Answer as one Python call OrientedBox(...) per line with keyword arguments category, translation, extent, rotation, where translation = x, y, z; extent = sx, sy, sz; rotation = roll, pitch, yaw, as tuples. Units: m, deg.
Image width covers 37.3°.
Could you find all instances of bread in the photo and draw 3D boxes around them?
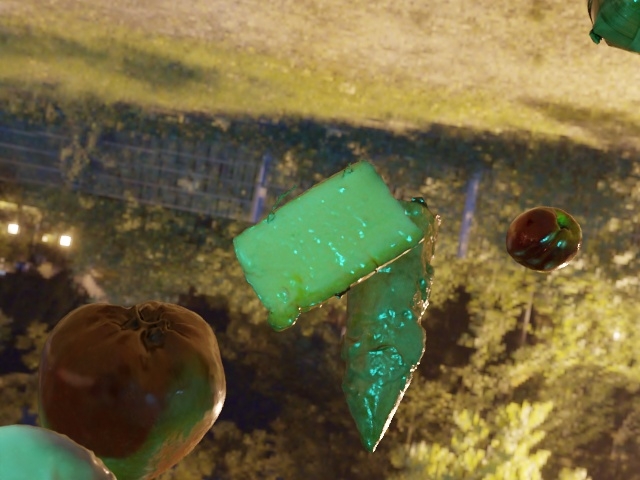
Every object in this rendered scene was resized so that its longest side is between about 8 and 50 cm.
OrientedBox(category="bread", translation=(0.000, 0.000, 0.662), extent=(0.080, 0.084, 0.109), rotation=(-34, 178, 41))

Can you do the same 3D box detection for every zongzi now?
OrientedBox(category="zongzi", translation=(0.340, -0.243, 0.944), extent=(0.178, 0.189, 0.081), rotation=(20, 136, -18))

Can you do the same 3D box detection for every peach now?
OrientedBox(category="peach", translation=(0.313, 0.001, 1.342), extent=(0.101, 0.100, 0.101), rotation=(10, 179, 0))

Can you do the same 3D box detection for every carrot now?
OrientedBox(category="carrot", translation=(0.065, 0.087, 0.988), extent=(0.102, 0.263, 0.102), rotation=(8, 163, 3))

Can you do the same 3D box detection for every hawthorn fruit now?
OrientedBox(category="hawthorn fruit", translation=(-0.210, 0.184, 1.033), extent=(0.199, 0.251, 0.199), rotation=(14, -152, -8))

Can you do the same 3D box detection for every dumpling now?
OrientedBox(category="dumpling", translation=(-0.213, 0.190, 0.655), extent=(0.111, 0.155, 0.181), rotation=(46, -162, 18))
